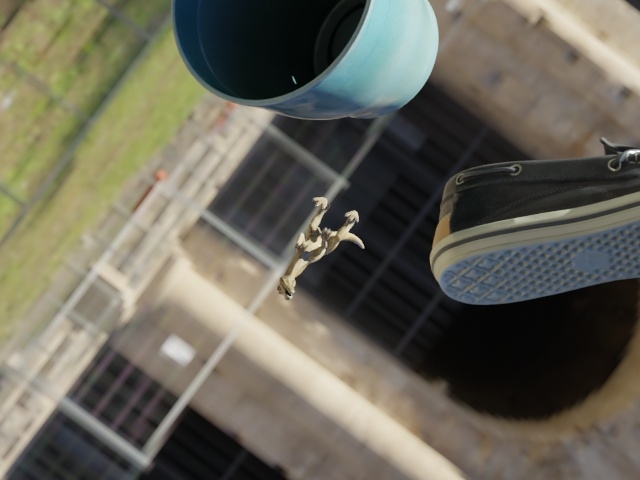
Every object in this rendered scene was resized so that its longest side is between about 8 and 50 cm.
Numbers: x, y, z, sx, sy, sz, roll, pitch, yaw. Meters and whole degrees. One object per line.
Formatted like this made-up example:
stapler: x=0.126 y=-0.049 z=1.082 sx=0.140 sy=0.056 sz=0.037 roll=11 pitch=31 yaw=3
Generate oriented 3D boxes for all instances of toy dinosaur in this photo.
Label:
toy dinosaur: x=0.000 y=0.000 z=2.004 sx=0.183 sy=0.053 sz=0.092 roll=-36 pitch=159 yaw=-53

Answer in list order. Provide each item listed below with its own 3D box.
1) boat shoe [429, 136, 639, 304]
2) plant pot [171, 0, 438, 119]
boat shoe: x=0.371 y=-0.045 z=2.144 sx=0.187 sy=0.500 sz=0.156 roll=69 pitch=14 yaw=-54
plant pot: x=0.007 y=-0.259 z=2.176 sx=0.271 sy=0.271 sz=0.255 roll=-53 pitch=149 yaw=10
